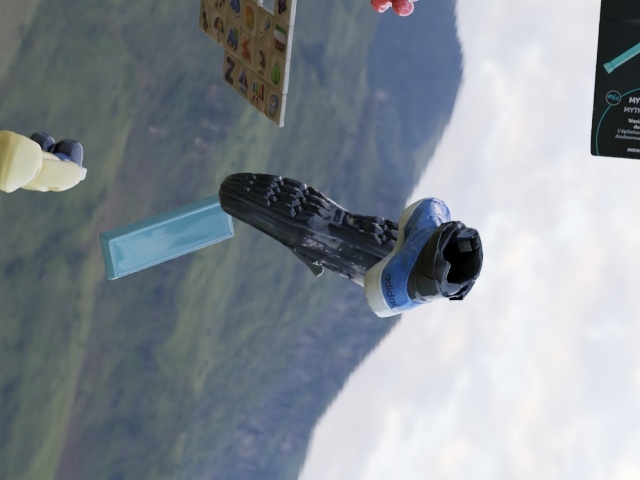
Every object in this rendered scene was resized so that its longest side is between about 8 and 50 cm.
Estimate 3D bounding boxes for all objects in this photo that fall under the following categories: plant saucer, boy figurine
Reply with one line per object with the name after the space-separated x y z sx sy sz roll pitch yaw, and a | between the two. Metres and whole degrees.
-0.197 -0.005 1.681 0.018 0.192 0.067 25 -51 50 | plant saucer
-0.455 -0.123 1.954 0.285 0.177 0.092 -29 133 -85 | boy figurine

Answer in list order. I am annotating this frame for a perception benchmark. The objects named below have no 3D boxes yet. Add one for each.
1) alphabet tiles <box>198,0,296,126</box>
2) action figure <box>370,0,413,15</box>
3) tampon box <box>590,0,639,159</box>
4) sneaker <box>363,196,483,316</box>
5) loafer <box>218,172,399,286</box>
-0.088 -0.266 1.479 0.237 0.009 0.198 44 -46 50 | alphabet tiles
0.124 -0.429 1.976 0.280 0.139 0.091 -105 -152 -44 | action figure
0.225 -0.130 0.715 0.101 0.120 0.161 -34 129 -61 | tampon box
0.099 0.006 1.022 0.152 0.085 0.058 -48 118 -53 | sneaker
0.000 0.000 1.260 0.076 0.223 0.078 -70 -178 -57 | loafer
